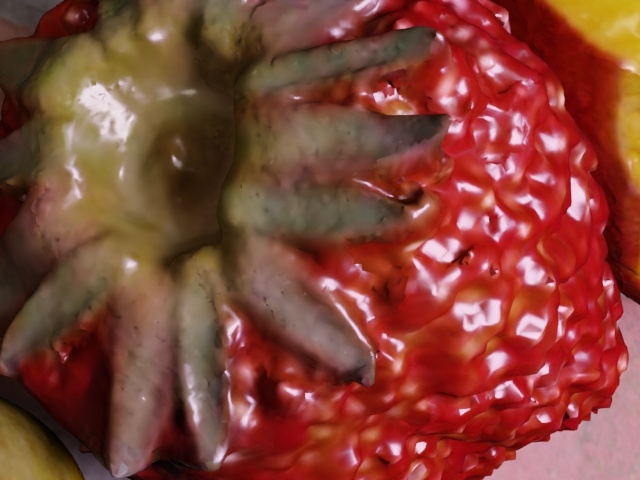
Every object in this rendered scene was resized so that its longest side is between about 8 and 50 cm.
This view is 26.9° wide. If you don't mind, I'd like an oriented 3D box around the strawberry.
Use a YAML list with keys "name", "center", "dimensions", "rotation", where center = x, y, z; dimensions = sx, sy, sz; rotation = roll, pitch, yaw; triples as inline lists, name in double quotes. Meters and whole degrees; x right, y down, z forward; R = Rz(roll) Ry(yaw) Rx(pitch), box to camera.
- name: "strawberry"
  center: [0.000, -0.002, 0.651]
  dimensions: [0.343, 0.292, 0.292]
  rotation: [31, 55, -66]

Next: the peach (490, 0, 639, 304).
- name: "peach"
  center: [0.182, -0.130, 0.777]
  dimensions: [0.242, 0.306, 0.380]
  rotation: [-26, 75, 0]

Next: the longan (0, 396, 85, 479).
- name: "longan"
  center: [-0.171, 0.140, 0.554]
  dimensions: [0.155, 0.145, 0.176]
  rotation: [-5, 81, 3]
